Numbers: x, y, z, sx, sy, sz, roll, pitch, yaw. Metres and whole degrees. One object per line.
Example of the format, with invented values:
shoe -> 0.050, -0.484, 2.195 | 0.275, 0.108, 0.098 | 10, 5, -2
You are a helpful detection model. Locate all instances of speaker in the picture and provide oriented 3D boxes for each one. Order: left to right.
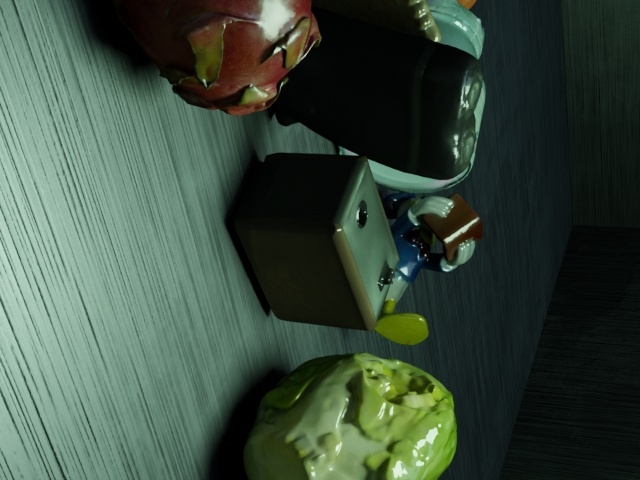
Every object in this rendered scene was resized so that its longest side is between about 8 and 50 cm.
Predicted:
speaker -> 0.000, 0.000, 1.661 | 0.231, 0.193, 0.153 | 68, 35, -46

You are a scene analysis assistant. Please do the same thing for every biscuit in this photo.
biscuit -> 0.031, -0.399, 1.564 | 0.044, 0.217, 0.324 | -47, 122, -31

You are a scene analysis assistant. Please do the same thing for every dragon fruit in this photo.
dragon fruit -> -0.117, -0.295, 1.287 | 0.250, 0.250, 0.315 | -42, 115, -61

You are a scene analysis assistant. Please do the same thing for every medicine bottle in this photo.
medicine bottle -> 0.172, -0.266, 1.999 | 0.245, 0.245, 0.290 | 62, 35, -53

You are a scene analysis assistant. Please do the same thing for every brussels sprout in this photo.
brussels sprout -> 0.039, 0.294, 1.677 | 0.268, 0.344, 0.344 | 60, 17, 13

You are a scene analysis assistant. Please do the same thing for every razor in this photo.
razor -> 0.065, -0.212, 1.594 | 0.113, 0.349, 0.204 | -42, 143, -39

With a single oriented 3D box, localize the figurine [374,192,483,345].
figurine -> 0.160, -0.009, 2.054 | 0.204, 0.283, 0.338 | 40, 30, -21

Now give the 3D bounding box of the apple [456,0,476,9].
apple -> 0.232, -0.514, 2.216 | 0.139, 0.163, 0.163 | 65, 35, -43
